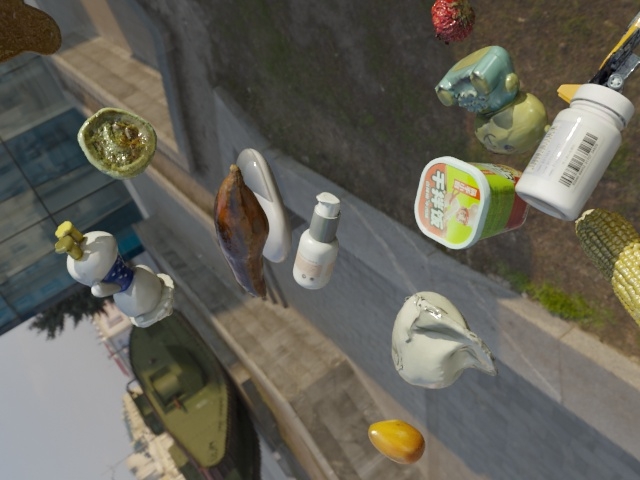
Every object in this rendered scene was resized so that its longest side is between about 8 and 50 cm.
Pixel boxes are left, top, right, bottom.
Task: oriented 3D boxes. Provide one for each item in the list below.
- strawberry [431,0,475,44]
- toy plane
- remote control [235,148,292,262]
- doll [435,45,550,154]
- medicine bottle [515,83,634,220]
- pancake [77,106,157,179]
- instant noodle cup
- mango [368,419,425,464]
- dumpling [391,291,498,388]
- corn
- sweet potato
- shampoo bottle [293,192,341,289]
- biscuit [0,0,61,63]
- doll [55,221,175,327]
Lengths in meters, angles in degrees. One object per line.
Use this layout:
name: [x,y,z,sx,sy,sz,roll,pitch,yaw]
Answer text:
strawberry: [0.391,-0.650,1.813,0.086,0.145,0.145,-11,112,50]
toy plane: [0.689,-0.414,1.405,0.103,0.316,0.204,49,-162,15]
remote control: [-0.160,-0.096,1.729,0.221,0.103,0.332,134,119,-67]
doll: [0.413,-0.312,1.448,0.261,0.161,0.177,49,153,-19]
medicine bottle: [0.383,-0.131,0.937,0.102,0.187,0.103,29,-178,-1]
pancake: [-0.279,-0.135,0.855,0.108,0.108,0.017,56,151,3]
instant noodle cup: [0.507,-0.132,1.998,0.293,0.307,0.294,15,109,50]
mango: [0.097,0.258,0.802,0.089,0.046,0.060,25,-161,-26]
dumpling: [0.191,0.164,0.956,0.172,0.142,0.247,25,166,8]
corn: [0.501,0.056,0.990,0.087,0.086,0.288,82,171,-52]
sweet potato: [-0.155,-0.021,1.246,0.112,0.112,0.359,46,154,31]
shampoo bottle: [0.000,0.000,1.142,0.074,0.074,0.192,43,133,36]
biscuit: [-0.556,-0.301,0.921,0.049,0.301,0.197,29,152,46]
doll: [-0.383,0.071,1.186,0.293,0.119,0.138,46,-158,-44]
